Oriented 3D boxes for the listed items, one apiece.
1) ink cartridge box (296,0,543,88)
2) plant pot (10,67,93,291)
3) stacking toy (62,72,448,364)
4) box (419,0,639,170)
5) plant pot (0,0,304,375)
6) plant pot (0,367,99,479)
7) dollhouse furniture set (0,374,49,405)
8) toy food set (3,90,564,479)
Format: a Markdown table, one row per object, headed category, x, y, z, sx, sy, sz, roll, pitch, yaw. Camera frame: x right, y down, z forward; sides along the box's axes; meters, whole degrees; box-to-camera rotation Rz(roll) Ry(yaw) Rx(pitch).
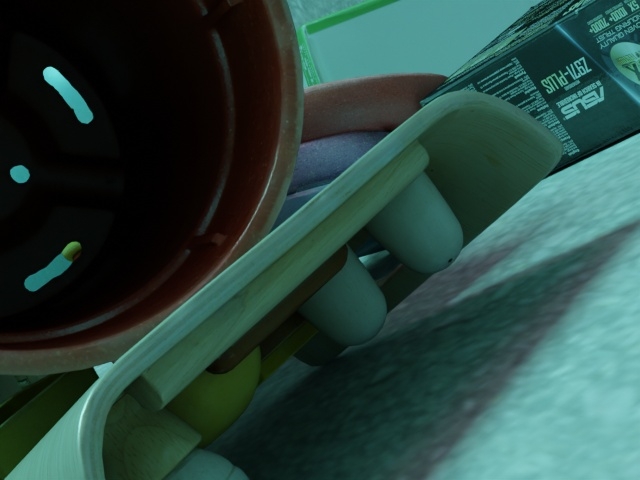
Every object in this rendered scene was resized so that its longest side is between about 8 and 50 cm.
| category | x | y | z | sx | sy | sz | roll | pitch | yaw |
| --- | --- | --- | --- | --- | --- | --- | --- | --- | --- |
| ink cartridge box | 0.077 | -0.152 | 1.267 | 0.201 | 0.117 | 0.278 | -22 | 6 | -6 |
| plant pot | -0.177 | -0.016 | 1.273 | 0.290 | 0.290 | 0.196 | 167 | 121 | -72 |
| stacking toy | 0.000 | 0.000 | 1.031 | 0.279 | 0.130 | 0.309 | -6 | -13 | -43 |
| box | 0.173 | -0.116 | 0.885 | 0.180 | 0.078 | 0.147 | -28 | 10 | 47 |
| plant pot | -0.176 | -0.059 | 0.809 | 0.272 | 0.272 | 0.265 | -37 | 5 | -18 |
| plant pot | -0.137 | 0.122 | 0.741 | 0.081 | 0.083 | 0.081 | -28 | 9 | 45 |
| dollhouse furniture set | -0.272 | 0.137 | 1.078 | 0.212 | 0.161 | 0.242 | -17 | 28 | 12 |
| toy food set | -0.034 | 0.077 | 0.625 | 0.306 | 0.092 | 0.220 | -40 | -3 | -44 |
